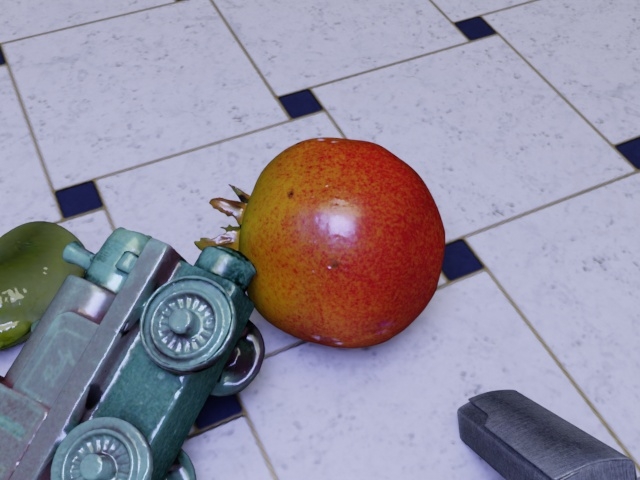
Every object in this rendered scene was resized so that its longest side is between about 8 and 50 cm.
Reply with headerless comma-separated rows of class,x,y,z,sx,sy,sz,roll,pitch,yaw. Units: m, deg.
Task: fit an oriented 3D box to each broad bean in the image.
broad bean,-0.330,0.048,0.810,0.124,0.082,0.174,30,57,22

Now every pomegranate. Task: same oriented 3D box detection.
pomegranate,0.000,0.000,0.787,0.257,0.221,0.220,3,51,9

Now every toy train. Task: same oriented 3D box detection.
toy train,-0.190,0.122,0.686,0.222,0.150,0.304,22,72,20

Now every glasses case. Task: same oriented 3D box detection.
glasses case,0.189,0.181,0.664,0.071,0.205,0.047,-9,96,-9

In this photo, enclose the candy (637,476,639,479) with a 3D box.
candy,0.332,0.347,0.557,0.359,0.145,0.208,39,59,24
